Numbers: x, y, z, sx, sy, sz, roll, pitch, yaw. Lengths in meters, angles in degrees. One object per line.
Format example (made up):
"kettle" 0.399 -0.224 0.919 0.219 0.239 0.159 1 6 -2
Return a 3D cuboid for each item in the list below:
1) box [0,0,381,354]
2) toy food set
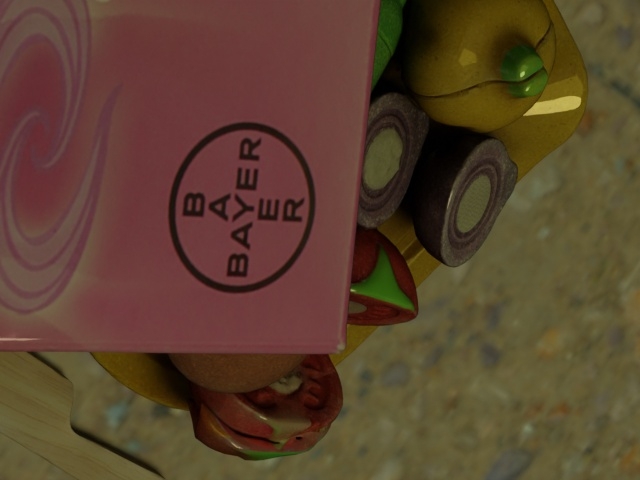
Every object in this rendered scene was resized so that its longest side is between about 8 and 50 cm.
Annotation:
"box" -0.112 -0.092 0.386 0.243 0.117 0.213 4 95 -34
"toy food set" 0.000 0.000 0.567 0.218 0.071 0.128 -46 129 -6
